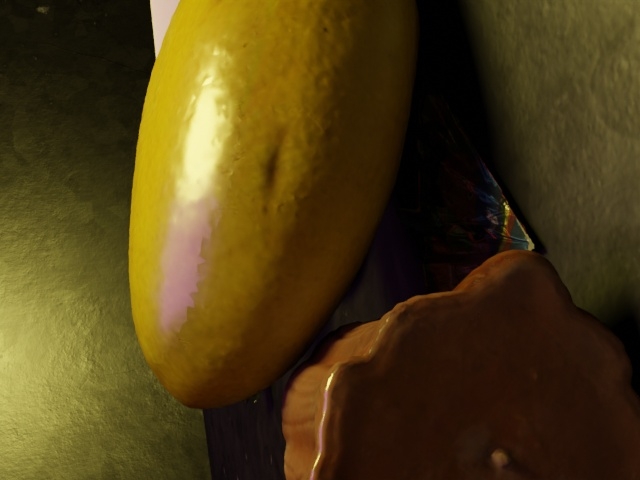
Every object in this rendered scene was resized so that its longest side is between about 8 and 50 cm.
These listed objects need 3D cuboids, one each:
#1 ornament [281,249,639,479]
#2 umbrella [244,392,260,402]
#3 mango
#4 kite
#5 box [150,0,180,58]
[{"bbox_3d":[0.081,0.135,0.499,0.217,0.221,0.235,146,145,-75],"label":"ornament"},{"bbox_3d":[-0.155,0.152,1.427,0.090,0.094,0.326,163,99,-73],"label":"umbrella"},{"bbox_3d":[-0.056,-0.076,0.642,0.301,0.220,0.445,-8,61,59],"label":"mango"},{"bbox_3d":[0.119,0.000,0.622,0.234,0.016,0.321,-165,69,-70],"label":"kite"},{"bbox_3d":[-0.085,-0.207,0.872,0.106,0.203,0.252,-37,-52,-64],"label":"box"}]
